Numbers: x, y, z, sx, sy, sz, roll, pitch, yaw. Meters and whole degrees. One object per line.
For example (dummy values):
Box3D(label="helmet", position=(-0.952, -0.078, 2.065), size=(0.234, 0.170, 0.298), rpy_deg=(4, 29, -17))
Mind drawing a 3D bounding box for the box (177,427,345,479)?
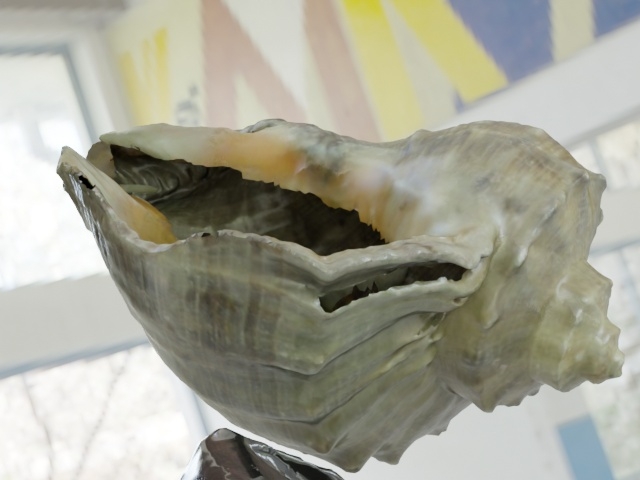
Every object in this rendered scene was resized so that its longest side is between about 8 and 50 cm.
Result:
Box3D(label="box", position=(0.032, 0.164, 0.336), size=(0.153, 0.188, 0.252), rpy_deg=(-57, 11, -2))

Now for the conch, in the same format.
Box3D(label="conch", position=(0.000, 0.000, 0.557), size=(0.130, 0.207, 0.155), rpy_deg=(-62, -21, -7))
